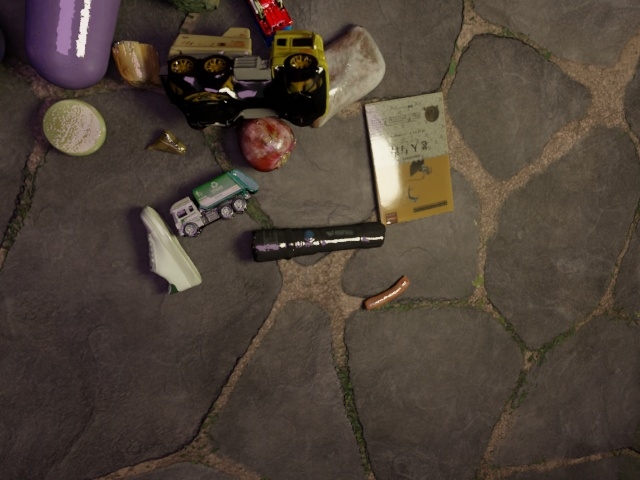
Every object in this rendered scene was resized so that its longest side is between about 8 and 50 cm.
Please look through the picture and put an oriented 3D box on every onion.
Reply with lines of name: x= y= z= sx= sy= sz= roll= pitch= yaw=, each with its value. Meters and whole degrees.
onion: x=-0.169 y=-0.283 z=1.140 sx=0.195 sy=0.159 sz=0.159 roll=38 pitch=90 yaw=2

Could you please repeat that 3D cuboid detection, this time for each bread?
bread: x=-0.463 y=-0.445 z=1.044 sx=0.082 sy=0.125 sz=0.106 roll=-1 pitch=103 yaw=6

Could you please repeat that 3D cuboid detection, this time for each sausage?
sausage: x=0.226 y=0.181 z=1.389 sx=0.176 sy=0.040 sz=0.047 roll=-29 pitch=62 yaw=-8

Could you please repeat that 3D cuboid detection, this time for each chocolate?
chocolate: x=0.054 y=-0.477 z=1.185 sx=0.303 sy=0.100 sz=0.185 roll=-39 pitch=105 yaw=-8

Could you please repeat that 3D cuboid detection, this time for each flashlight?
flashlight: x=0.000 y=0.000 z=1.263 sx=0.423 sy=0.103 sz=0.103 roll=-5 pitch=102 yaw=-14

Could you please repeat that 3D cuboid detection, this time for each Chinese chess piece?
Chinese chess piece: x=-0.631 y=-0.290 z=1.059 sx=0.144 sy=0.058 sz=0.144 roll=-3 pitch=101 yaw=-16

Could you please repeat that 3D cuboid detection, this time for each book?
book: x=0.290 y=-0.259 z=1.320 sx=0.268 sy=0.032 sz=0.389 roll=-13 pitch=103 yaw=-11

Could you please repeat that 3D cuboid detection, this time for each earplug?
earplug: x=-0.565 y=-0.584 z=0.950 sx=0.215 sy=0.215 sz=0.456 roll=11 pitch=102 yaw=-16

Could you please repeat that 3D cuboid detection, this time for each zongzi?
zongzi: x=-0.423 y=-0.251 z=1.134 sx=0.083 sy=0.040 sz=0.076 roll=-41 pitch=115 yaw=8

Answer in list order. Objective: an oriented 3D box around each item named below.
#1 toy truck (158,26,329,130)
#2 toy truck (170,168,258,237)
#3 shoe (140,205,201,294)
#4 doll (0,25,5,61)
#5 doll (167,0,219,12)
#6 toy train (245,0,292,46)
toy truck: x=-0.181 y=-0.420 z=1.038 sx=0.405 sy=0.181 sz=0.254 roll=-1 pitch=61 yaw=1
toy truck: x=-0.293 y=-0.103 z=1.161 sx=0.253 sy=0.114 sz=0.124 roll=-27 pitch=93 yaw=-8
shoe: x=-0.446 y=0.038 z=1.155 sx=0.110 sy=0.095 sz=0.265 roll=-32 pitch=109 yaw=-6
doll: x=-0.860 y=-0.440 z=0.874 sx=0.309 sy=0.240 sz=0.284 roll=3 pitch=72 yaw=-21
doll: x=-0.317 y=-0.658 z=0.914 sx=0.247 sy=0.349 sz=0.247 roll=0 pitch=84 yaw=-1
toy train: x=-0.156 y=-0.635 z=1.085 sx=0.082 sy=0.131 sz=0.204 roll=-28 pitch=96 yaw=-2
